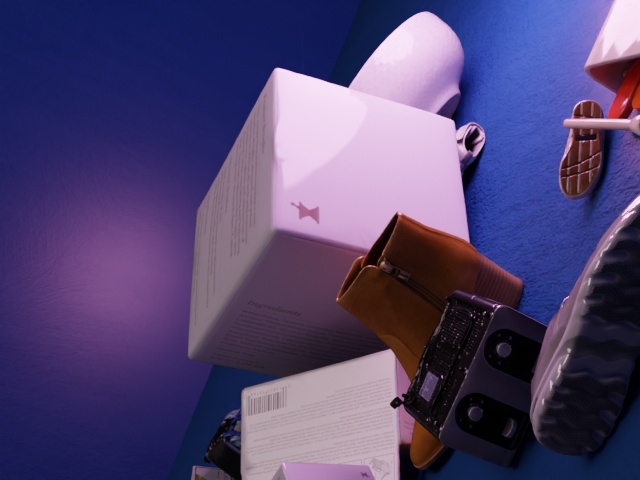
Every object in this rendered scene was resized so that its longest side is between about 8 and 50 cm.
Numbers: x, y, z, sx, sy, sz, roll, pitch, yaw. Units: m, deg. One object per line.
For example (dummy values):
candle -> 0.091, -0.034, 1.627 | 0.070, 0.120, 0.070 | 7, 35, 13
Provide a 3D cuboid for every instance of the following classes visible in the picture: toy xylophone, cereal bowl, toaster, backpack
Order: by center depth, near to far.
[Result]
toy xylophone -> 0.378, -0.209, 1.043 | 0.236, 0.081, 0.322 | -64, 11, 7
toaster -> 0.181, 0.155, 1.109 | 0.168, 0.110, 0.186 | -65, 12, -1
cereal bowl -> 0.165, -0.256, 1.835 | 0.339, 0.141, 0.339 | -49, -12, -14
backpack -> -0.130, 0.403, 1.937 | 0.117, 0.158, 0.173 | -48, 7, 31

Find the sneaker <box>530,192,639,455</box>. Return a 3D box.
sneaker -> 0.268, 0.061, 0.918 | 0.281, 0.105, 0.115 | -63, 12, 16

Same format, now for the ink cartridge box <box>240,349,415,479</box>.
ink cartridge box -> 0.009, 0.312, 1.363 | 0.296, 0.066, 0.261 | -20, 58, 35

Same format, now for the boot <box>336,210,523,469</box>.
boot -> 0.110, 0.127, 1.233 | 0.295, 0.211, 0.104 | -65, 10, 2

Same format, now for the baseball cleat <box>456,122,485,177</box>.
baseball cleat -> 0.240, -0.169, 1.681 | 0.109, 0.072, 0.206 | -46, 22, 21

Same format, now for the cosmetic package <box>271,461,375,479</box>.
cosmetic package -> -0.006, 0.423, 1.143 | 0.224, 0.138, 0.224 | -59, 37, 27

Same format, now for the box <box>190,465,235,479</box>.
box -> -0.234, 0.618, 1.914 | 0.169, 0.087, 0.290 | -116, 36, -75

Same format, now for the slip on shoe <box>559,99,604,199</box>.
slip on shoe -> 0.325, -0.107, 1.187 | 0.041, 0.051, 0.135 | 53, -137, -57

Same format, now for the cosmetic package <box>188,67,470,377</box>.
cosmetic package -> 0.000, 0.000, 1.572 | 0.393, 0.327, 0.329 | 127, 151, -48
